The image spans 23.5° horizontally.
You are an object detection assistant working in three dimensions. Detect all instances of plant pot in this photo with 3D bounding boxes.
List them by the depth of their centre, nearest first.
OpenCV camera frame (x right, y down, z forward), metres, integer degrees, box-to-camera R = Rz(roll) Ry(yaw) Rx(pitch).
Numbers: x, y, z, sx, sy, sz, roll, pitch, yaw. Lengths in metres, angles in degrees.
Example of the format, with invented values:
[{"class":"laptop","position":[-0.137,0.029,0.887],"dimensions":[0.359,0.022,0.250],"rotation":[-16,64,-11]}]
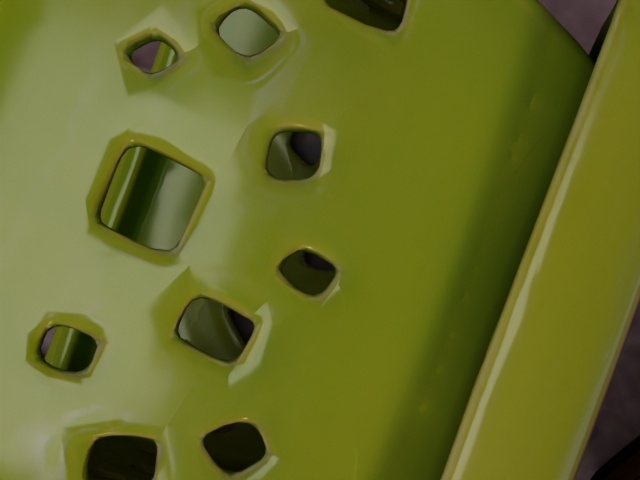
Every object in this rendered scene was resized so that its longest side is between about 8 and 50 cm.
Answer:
[{"class":"plant pot","position":[0.000,0.000,0.524],"dimensions":[0.207,0.228,0.227],"rotation":[20,89,7]}]

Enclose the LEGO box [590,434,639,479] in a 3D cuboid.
[{"class":"LEGO box","position":[0.381,0.074,0.449],"dimensions":[0.500,0.193,0.372],"rotation":[-42,81,10]}]

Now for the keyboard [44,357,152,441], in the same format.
[{"class":"keyboard","position":[-0.164,0.087,0.664],"dimensions":[0.180,0.023,0.108],"rotation":[28,89,13]}]
